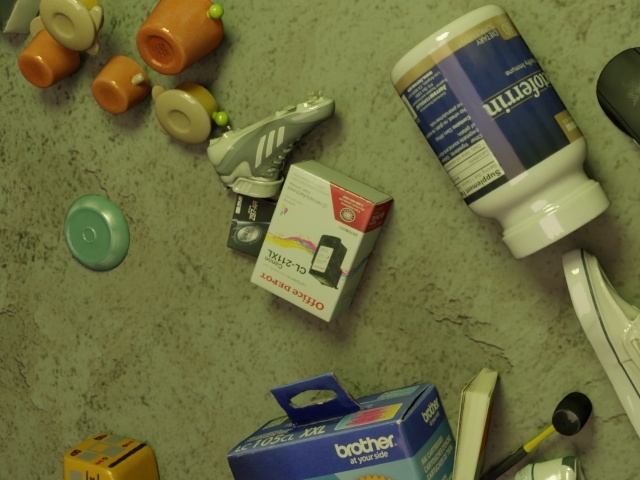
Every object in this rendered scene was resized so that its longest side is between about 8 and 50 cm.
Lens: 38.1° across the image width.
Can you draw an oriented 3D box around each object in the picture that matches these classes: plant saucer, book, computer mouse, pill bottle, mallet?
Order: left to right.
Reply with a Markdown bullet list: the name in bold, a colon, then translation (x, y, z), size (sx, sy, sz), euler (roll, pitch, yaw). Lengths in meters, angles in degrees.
- **plant saucer**: translation (-0.343, -0.009, 1.392), size (0.119, 0.021, 0.119), euler (5, 104, 22)
- **book**: translation (0.197, 0.244, 1.170), size (0.035, 0.096, 0.144), euler (11, 104, 20)
- **pill bottle**: translation (0.208, -0.120, 1.058), size (0.153, 0.153, 0.265), euler (-33, 88, 26)
- **mallet**: translation (0.272, 0.256, 1.179), size (0.039, 0.062, 0.190), euler (48, 129, 11)
- **computer mouse**: translation (0.439, -0.134, 1.006), size (0.262, 0.060, 0.184), euler (48, 116, 7)

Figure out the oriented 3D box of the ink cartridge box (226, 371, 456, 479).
- **ink cartridge box**: translation (0.055, 0.359, 1.230), size (0.269, 0.151, 0.396), euler (-18, 92, 25)

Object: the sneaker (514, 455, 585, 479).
- **sneaker**: translation (0.336, 0.389, 1.141), size (0.091, 0.094, 0.258), euler (-30, 87, 30)

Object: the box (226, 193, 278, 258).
- **box**: translation (-0.090, -0.021, 1.282), size (0.067, 0.018, 0.083), euler (20, 108, 18)

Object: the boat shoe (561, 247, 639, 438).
- **boat shoe**: translation (0.368, 0.121, 1.073), size (0.088, 0.096, 0.268), euler (-26, 91, 22)

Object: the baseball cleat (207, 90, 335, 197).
- **baseball cleat**: translation (-0.054, -0.120, 1.226), size (0.205, 0.072, 0.110), euler (-16, 101, 35)

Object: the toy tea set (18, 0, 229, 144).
- **toy tea set**: translation (-0.266, -0.271, 1.276), size (0.336, 0.124, 0.200), euler (19, 137, 15)

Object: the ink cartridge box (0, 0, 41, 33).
- **ink cartridge box**: translation (-0.423, -0.477, 1.308), size (0.165, 0.065, 0.333), euler (38, 112, 13)

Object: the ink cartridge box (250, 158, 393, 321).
- **ink cartridge box**: translation (0.000, 0.000, 1.217), size (0.127, 0.072, 0.175), euler (26, 109, 16)

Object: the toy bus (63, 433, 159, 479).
- **toy bus**: translation (-0.319, 0.482, 1.437), size (0.130, 0.108, 0.333), euler (7, 104, 22)
